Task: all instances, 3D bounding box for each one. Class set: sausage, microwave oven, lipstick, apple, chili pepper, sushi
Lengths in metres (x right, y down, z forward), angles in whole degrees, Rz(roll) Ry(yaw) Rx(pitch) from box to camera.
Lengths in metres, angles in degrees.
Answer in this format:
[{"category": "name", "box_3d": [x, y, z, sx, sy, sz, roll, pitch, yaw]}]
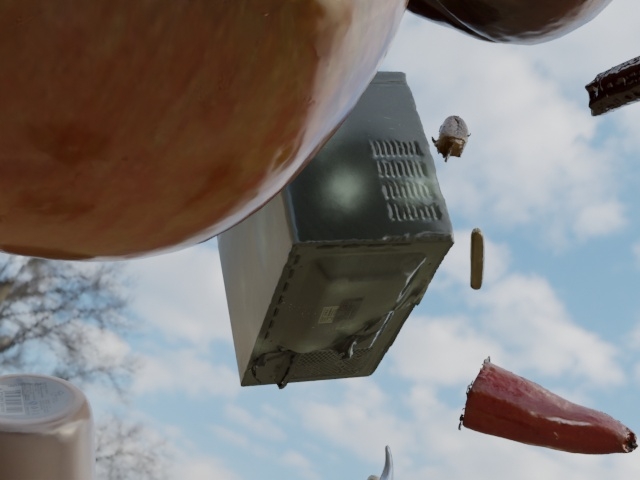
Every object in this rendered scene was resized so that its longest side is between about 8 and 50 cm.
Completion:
[{"category": "sausage", "box_3d": [0.247, 0.029, 1.518, 0.024, 0.024, 0.132, 12, -40, 18]}, {"category": "microwave oven", "box_3d": [0.000, 0.000, 1.497, 0.236, 0.374, 0.432, -2, -32, -16]}, {"category": "lipstick", "box_3d": [0.171, -0.083, 0.419, 0.027, 0.027, 0.176, 31, -14, -13]}, {"category": "apple", "box_3d": [-0.134, -0.180, 0.594, 0.391, 0.391, 0.346, 35, -39, -19]}, {"category": "chili pepper", "box_3d": [0.233, 0.179, 0.968, 0.169, 0.088, 0.065, 17, -52, 21]}, {"category": "sushi", "box_3d": [0.223, -0.171, 1.652, 0.061, 0.118, 0.060, 28, -54, 9]}]

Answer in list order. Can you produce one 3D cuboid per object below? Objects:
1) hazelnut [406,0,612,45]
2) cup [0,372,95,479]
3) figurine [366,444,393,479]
[{"category": "hazelnut", "box_3d": [0.194, -0.389, 1.126, 0.372, 0.372, 0.315, 6, -77, 26]}, {"category": "cup", "box_3d": [-0.374, 0.280, 1.248, 0.191, 0.253, 0.200, 9, -73, 7]}, {"category": "figurine", "box_3d": [0.052, 0.259, 0.689, 0.183, 0.128, 0.208, 6, -58, 34]}]
